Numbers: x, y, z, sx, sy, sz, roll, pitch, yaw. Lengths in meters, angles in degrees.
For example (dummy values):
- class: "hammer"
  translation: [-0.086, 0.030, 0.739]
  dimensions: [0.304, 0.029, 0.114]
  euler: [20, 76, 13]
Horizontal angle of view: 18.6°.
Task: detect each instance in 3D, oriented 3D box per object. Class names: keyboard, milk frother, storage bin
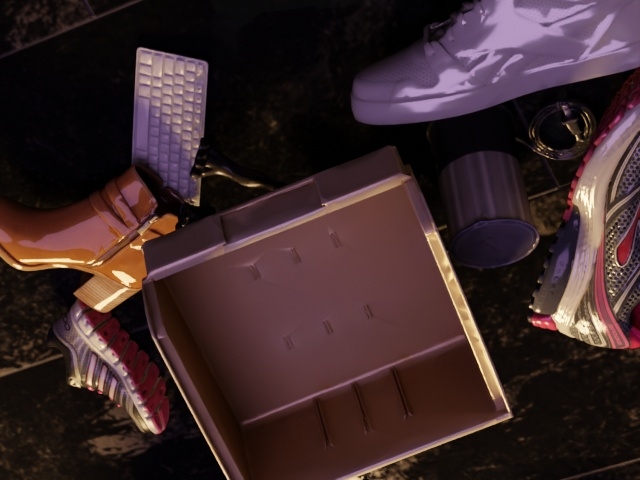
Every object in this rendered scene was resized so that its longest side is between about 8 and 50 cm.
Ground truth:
- class: "keyboard"
  translation: [-0.152, -0.073, 1.934]
  dimensions: [0.072, 0.014, 0.256]
  euler: [10, 124, 5]
- class: "milk frother"
  translation: [0.185, -0.057, 1.802]
  dimensions: [0.143, 0.134, 0.129]
  euler: [-28, 145, 29]
- class: "storage bin"
  translation: [0.003, 0.081, 1.771]
  dimensions: [0.262, 0.123, 0.260]
  euler: [-21, 127, 4]

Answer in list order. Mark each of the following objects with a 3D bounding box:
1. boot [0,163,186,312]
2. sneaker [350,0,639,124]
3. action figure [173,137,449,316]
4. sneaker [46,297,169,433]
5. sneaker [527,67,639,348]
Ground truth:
- class: "boot"
  translation: [-0.232, -0.026, 1.936]
  dimensions: [0.197, 0.073, 0.152]
  euler: [32, 122, -27]
- class: "sneaker"
  translation: [0.149, -0.212, 1.735]
  dimensions: [0.292, 0.108, 0.169]
  euler: [-15, 117, 9]
- class: "action figure"
  translation: [0.000, 0.000, 1.872]
  dimensions: [0.276, 0.141, 0.164]
  euler: [17, 113, -4]
- class: "sneaker"
  translation: [-0.226, 0.138, 2.060]
  dimensions: [0.075, 0.063, 0.170]
  euler: [-27, 109, 25]
- class: "sneaker"
  translation: [0.286, -0.033, 1.802]
  dimensions: [0.112, 0.121, 0.299]
  euler: [21, 127, 10]
